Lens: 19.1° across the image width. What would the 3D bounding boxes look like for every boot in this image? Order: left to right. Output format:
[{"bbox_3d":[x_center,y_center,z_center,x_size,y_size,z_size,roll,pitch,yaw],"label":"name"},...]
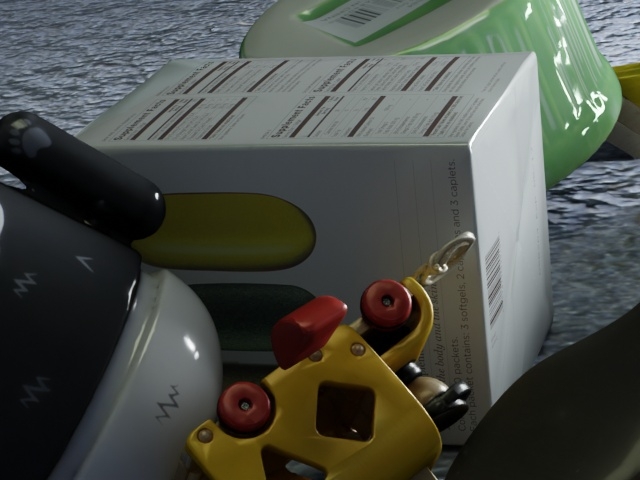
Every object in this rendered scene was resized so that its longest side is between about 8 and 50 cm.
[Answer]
[{"bbox_3d":[0.189,0.103,1.072,0.305,0.115,0.112,-39,42,-26],"label":"boot"}]

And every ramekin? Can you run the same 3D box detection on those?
[{"bbox_3d":[0.080,-0.136,1.554,0.303,0.148,0.303,-18,26,9],"label":"ramekin"}]

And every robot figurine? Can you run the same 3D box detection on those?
[{"bbox_3d":[-0.190,0.056,1.070,0.278,0.209,0.174,27,29,-12],"label":"robot figurine"}]

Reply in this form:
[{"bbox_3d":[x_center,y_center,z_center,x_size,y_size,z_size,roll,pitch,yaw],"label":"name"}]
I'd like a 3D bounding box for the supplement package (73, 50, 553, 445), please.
[{"bbox_3d":[0.000,0.000,1.237,0.262,0.199,0.198,1,22,18],"label":"supplement package"}]

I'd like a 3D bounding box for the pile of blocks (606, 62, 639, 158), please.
[{"bbox_3d":[0.388,-0.162,1.644,0.362,0.149,0.113,-3,20,11],"label":"pile of blocks"}]

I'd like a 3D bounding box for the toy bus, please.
[{"bbox_3d":[0.018,0.105,1.023,0.104,0.202,0.191,49,22,14],"label":"toy bus"}]
